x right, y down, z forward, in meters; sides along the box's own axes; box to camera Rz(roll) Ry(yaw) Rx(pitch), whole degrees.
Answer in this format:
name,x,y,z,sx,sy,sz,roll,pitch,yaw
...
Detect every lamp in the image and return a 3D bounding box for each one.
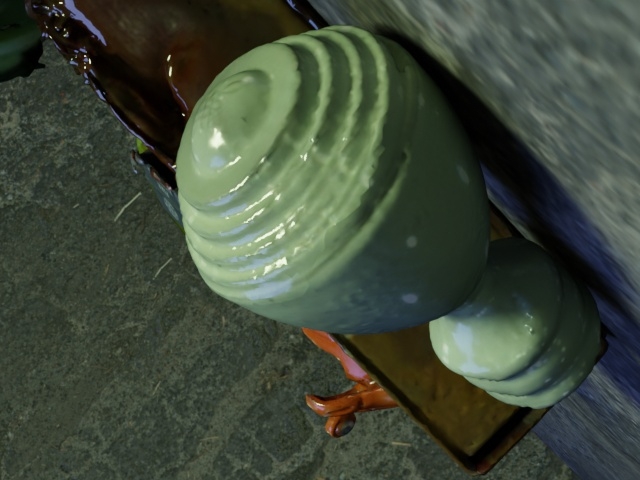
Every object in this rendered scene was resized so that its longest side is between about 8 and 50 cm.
name,x,y,z,sx,sy,sz,roll,pitch,yaw
lamp,0.029,0.000,0.391,0.193,0.106,0.106,35,-175,-37

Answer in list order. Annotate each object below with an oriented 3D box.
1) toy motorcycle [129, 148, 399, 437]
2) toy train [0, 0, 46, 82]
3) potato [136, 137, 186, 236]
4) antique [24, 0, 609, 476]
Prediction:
name,x,y,z,sx,sy,sz,roll,pitch,yaw
toy motorcycle,0.000,0.000,0.717,0.325,0.147,0.221,42,155,43
toy train,-0.256,-0.169,0.535,0.188,0.271,0.159,49,152,33
potato,-0.081,-0.062,1.009,0.253,0.148,0.186,54,164,9
antique,-0.007,-0.034,0.487,0.310,0.093,0.087,46,179,-14
